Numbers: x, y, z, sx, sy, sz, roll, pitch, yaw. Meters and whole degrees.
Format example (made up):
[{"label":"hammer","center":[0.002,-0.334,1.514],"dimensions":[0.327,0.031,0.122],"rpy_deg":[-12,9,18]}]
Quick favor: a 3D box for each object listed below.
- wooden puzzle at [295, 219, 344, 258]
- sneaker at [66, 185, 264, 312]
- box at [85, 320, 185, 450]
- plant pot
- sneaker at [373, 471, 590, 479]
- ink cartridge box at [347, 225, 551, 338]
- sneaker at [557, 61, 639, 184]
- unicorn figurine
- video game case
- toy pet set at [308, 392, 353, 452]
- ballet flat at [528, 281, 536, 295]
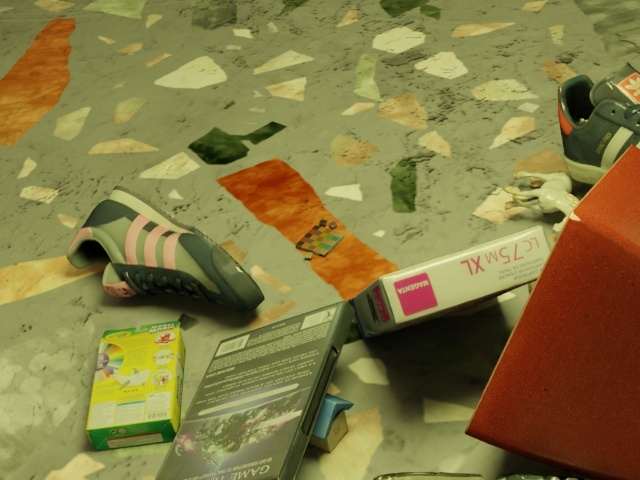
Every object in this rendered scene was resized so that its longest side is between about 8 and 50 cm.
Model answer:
[{"label":"wooden puzzle","center":[0.000,0.000,1.667],"dimensions":[0.049,0.006,0.083],"rpy_deg":[18,45,32]},{"label":"sneaker","center":[-0.208,0.042,1.603],"dimensions":[0.319,0.112,0.131],"rpy_deg":[26,67,42]},{"label":"box","center":[-0.219,0.169,1.473],"dimensions":[0.105,0.043,0.179],"rpy_deg":[-8,40,4]},{"label":"plant pot","center":[0.335,0.099,1.231],"dimensions":[0.235,0.267,0.267],"rpy_deg":[29,28,15]},{"label":"sneaker","center":[0.186,0.289,1.191],"dimensions":[0.282,0.110,0.122],"rpy_deg":[3,81,-8]},{"label":"ink cartridge box","center":[0.139,0.056,1.415],"dimensions":[0.185,0.065,0.311],"rpy_deg":[-17,-4,-8]},{"label":"sneaker","center":[0.412,-0.139,1.491],"dimensions":[0.131,0.148,0.350],"rpy_deg":[-30,22,-26]},{"label":"unicorn figurine","center":[0.302,-0.055,1.621],"dimensions":[0.111,0.060,0.162],"rpy_deg":[5,40,20]},{"label":"video game case","center":[-0.078,0.188,1.364],"dimensions":[0.196,0.026,0.274],"rpy_deg":[-20,31,32]},{"label":"toy pet set","center":[-0.031,0.194,1.376],"dimensions":[0.114,0.065,0.122],"rpy_deg":[17,45,31]},{"label":"ballet flat","center":[0.385,0.004,1.495],"dimensions":[0.316,0.108,0.106],"rpy_deg":[-25,32,-20]}]
